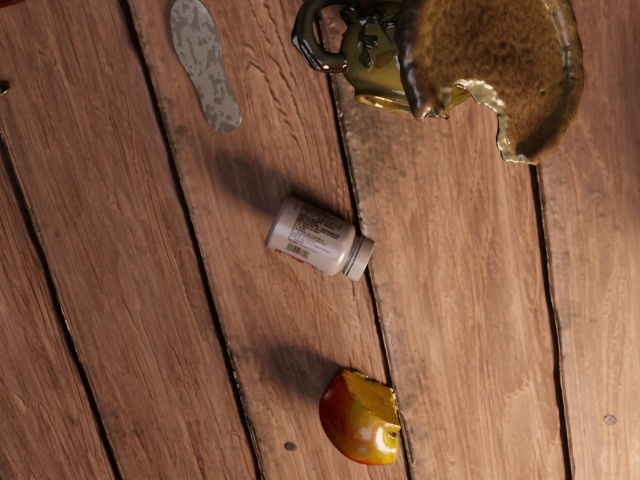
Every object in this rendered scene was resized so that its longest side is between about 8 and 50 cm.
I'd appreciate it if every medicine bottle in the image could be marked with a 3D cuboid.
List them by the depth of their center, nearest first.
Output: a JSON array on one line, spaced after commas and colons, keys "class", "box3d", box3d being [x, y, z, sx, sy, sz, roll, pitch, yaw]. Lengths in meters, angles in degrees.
[{"class": "medicine bottle", "box3d": [0.000, 0.000, 1.441, 0.140, 0.079, 0.079, 25, 121, -2]}]

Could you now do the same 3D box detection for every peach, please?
[{"class": "peach", "box3d": [0.059, 0.267, 1.550, 0.118, 0.151, 0.151, -15, 115, 5]}]

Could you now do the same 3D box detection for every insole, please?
[{"class": "insole", "box3d": [-0.152, -0.232, 1.389, 0.065, 0.006, 0.193, -11, 116, 17]}]

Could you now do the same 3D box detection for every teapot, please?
[{"class": "teapot", "box3d": [0.102, -0.248, 1.244, 0.269, 0.173, 0.183, 12, 91, -13]}]

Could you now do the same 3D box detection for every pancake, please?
[{"class": "pancake", "box3d": [0.201, -0.211, 1.189, 0.033, 0.286, 0.288, 3, 126, 52]}]

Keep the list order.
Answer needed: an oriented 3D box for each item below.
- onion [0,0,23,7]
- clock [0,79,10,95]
[{"class": "onion", "box3d": [-0.450, -0.402, 1.207, 0.347, 0.285, 0.348, 4, 129, 5]}, {"class": "clock", "box3d": [-0.547, -0.185, 1.467, 0.232, 0.069, 0.170, -30, 108, 24]}]
